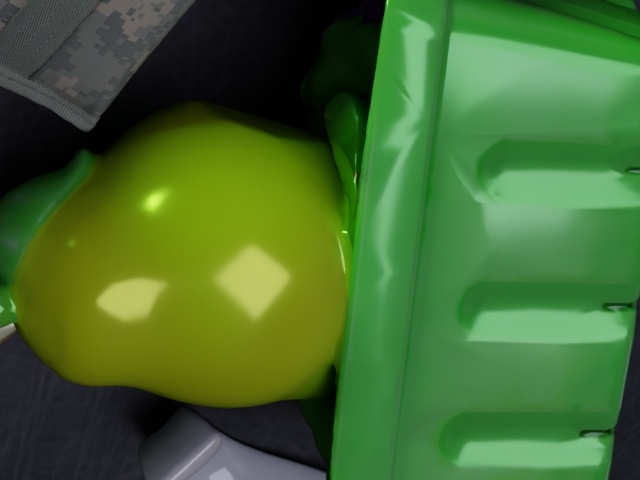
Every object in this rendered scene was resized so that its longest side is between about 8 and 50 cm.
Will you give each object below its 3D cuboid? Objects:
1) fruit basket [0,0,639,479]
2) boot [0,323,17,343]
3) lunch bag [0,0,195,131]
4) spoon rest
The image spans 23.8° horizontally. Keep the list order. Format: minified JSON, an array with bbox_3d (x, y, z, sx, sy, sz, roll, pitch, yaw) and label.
[{"bbox_3d":[0.000,0.000,0.892,0.392,0.283,0.392,1,110,2],"label":"fruit basket"},{"bbox_3d":[-0.249,0.000,0.864,0.213,0.077,0.165,-40,121,-3],"label":"boot"},{"bbox_3d":[-0.165,-0.226,0.718,0.287,0.169,0.235,29,124,-27],"label":"lunch bag"},{"bbox_3d":[-0.044,0.194,1.059,0.137,0.084,0.276,-40,136,-4],"label":"spoon rest"}]
